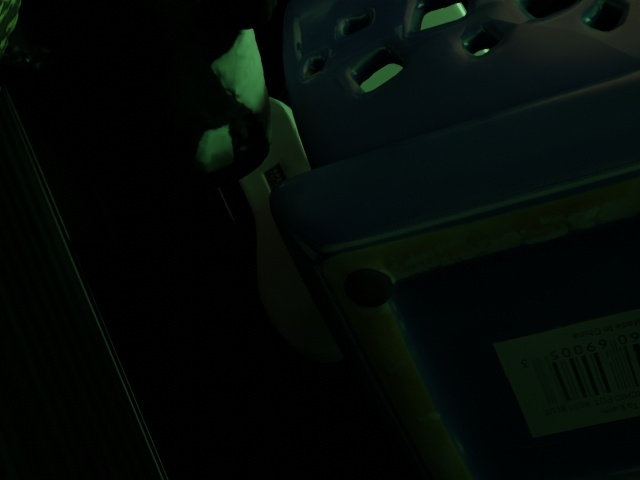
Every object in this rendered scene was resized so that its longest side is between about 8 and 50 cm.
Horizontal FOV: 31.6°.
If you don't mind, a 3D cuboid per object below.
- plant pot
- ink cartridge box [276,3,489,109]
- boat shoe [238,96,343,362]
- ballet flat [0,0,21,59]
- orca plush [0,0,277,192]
[{"bbox_3d":[0.118,-0.009,0.525,0.212,0.236,0.236,-78,148,-54],"label":"plant pot"},{"bbox_3d":[0.097,-0.013,0.803,0.289,0.121,0.211,58,-4,-5],"label":"ink cartridge box"},{"bbox_3d":[0.000,0.000,0.672,0.083,0.065,0.183,44,22,-53],"label":"boat shoe"},{"bbox_3d":[-0.159,-0.046,0.112,0.483,0.164,0.182,-22,102,-77],"label":"ballet flat"},{"bbox_3d":[-0.107,-0.116,0.464,0.102,0.151,0.287,-55,150,-32],"label":"orca plush"}]
